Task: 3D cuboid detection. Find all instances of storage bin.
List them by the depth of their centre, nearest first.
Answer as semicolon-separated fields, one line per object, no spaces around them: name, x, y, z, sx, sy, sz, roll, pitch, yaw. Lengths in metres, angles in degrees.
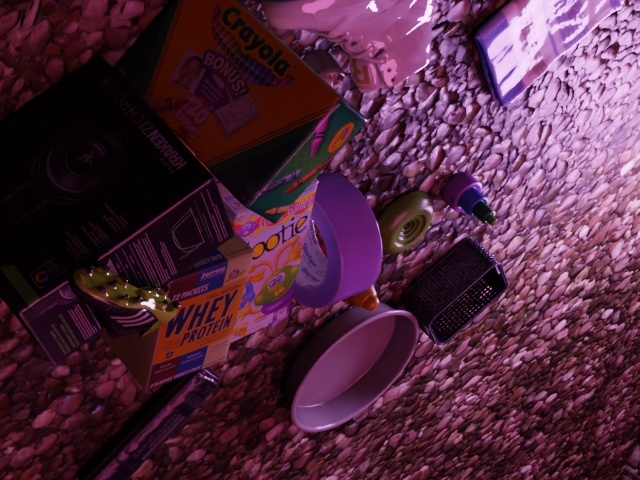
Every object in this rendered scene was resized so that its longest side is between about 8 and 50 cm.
storage bin;0.248;0.094;2.577;0.180;0.084;0.122;-40;150;-6

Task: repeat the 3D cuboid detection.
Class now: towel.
towel;0.370;-0.355;2.225;0.285;0.034;0.209;-40;149;-7

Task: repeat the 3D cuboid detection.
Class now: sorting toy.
sorting toy;0.150;0.013;2.320;0.365;0.126;0.127;-29;146;-23

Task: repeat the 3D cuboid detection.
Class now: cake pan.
cake pan;0.051;0.224;2.527;0.293;0.054;0.293;-31;147;-23

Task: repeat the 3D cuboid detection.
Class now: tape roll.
tape roll;0.000;0.000;2.060;0.080;0.189;0.189;-19;141;-35

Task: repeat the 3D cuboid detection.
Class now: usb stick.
usb stick;-0.276;0.307;2.248;0.278;0.045;0.077;-45;143;2

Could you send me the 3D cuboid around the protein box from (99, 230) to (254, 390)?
protein box;-0.215;0.047;1.849;0.136;0.200;0.201;-20;141;-37

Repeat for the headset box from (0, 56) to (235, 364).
headset box;-0.290;-0.033;1.619;0.283;0.246;0.131;-36;149;-12

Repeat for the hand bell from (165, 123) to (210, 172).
hand bell;-0.239;-0.095;1.770;0.242;0.126;0.126;-22;145;-13

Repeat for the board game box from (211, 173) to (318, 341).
board game box;-0.119;-0.004;1.955;0.144;0.142;0.275;-24;145;-31

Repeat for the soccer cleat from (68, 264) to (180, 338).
soccer cleat;-0.224;0.074;1.529;0.072;0.060;0.179;-42;153;13

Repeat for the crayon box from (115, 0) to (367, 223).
crayon box;-0.097;-0.172;1.645;0.165;0.278;0.081;-48;150;6

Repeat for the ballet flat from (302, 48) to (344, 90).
ballet flat;-0.029;-0.165;1.944;0.072;0.068;0.213;-5;132;-42

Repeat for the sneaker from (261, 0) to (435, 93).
sneaker;0.048;-0.267;1.830;0.292;0.108;0.169;-19;119;-38
